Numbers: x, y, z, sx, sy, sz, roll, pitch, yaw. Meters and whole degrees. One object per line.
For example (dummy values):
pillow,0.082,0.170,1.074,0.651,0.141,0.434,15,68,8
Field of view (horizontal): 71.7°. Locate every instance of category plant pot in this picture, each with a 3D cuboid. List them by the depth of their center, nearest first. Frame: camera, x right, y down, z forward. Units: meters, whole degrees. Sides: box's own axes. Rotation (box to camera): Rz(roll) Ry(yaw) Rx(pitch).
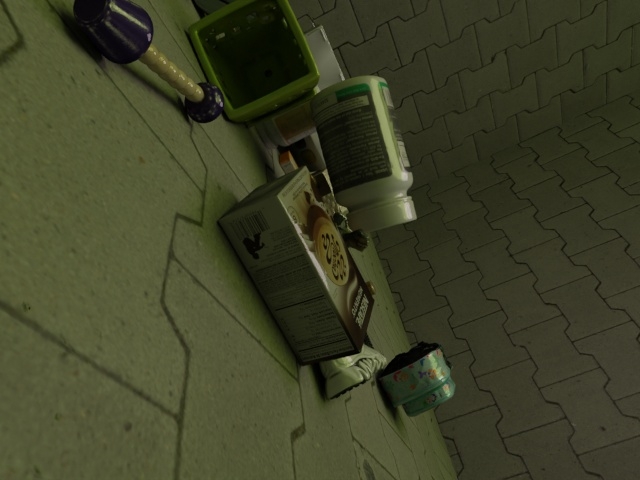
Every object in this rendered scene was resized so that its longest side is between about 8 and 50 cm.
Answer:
plant pot,-0.139,-0.410,1.048,0.207,0.228,0.227,-33,99,-86

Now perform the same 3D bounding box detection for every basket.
basket,0.005,-0.146,1.481,0.167,0.113,0.103,64,12,-9

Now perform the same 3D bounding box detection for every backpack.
backpack,0.304,0.432,1.392,0.191,0.225,0.253,64,13,18

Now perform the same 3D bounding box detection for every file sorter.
file sorter,-0.099,-0.520,1.351,0.193,0.278,0.173,57,9,-42

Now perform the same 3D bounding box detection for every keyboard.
keyboard,0.134,0.290,1.403,0.108,0.023,0.180,-12,79,-80

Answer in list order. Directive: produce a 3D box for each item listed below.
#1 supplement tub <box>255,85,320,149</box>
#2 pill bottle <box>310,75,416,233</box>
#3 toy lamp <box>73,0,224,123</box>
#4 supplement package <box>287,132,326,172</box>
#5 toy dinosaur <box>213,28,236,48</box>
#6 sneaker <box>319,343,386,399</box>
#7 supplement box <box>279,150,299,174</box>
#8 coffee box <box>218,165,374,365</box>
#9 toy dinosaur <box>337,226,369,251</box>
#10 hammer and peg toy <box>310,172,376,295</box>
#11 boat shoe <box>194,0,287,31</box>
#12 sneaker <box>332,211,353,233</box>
supplement tub,-0.081,-0.359,1.269,0.144,0.200,0.144,-23,90,-80
pill bottle,0.114,-0.204,1.118,0.204,0.204,0.361,-10,85,-80
toy lamp,-0.227,-0.248,0.622,0.275,0.080,0.080,32,35,-77
supplement package,0.011,-0.363,1.505,0.199,0.198,0.263,63,-16,-14
toy dinosaur,-0.219,-0.491,1.164,0.183,0.092,0.053,9,58,-78
sneaker,0.062,0.243,0.933,0.118,0.110,0.292,60,7,16
supplement box,-0.089,-0.221,1.377,0.062,0.036,0.098,-99,163,-53
coffee box,-0.027,0.044,0.771,0.297,0.119,0.168,62,24,-17
toy dinosaur,-0.011,0.016,0.918,0.064,0.268,0.118,12,91,-54
hammer and peg toy,0.000,0.000,1.081,0.361,0.127,0.266,68,12,13
boat shoe,-0.193,-0.590,1.187,0.302,0.109,0.094,31,6,-5
sneaker,0.044,-0.034,0.962,0.035,0.031,0.083,58,-1,45
